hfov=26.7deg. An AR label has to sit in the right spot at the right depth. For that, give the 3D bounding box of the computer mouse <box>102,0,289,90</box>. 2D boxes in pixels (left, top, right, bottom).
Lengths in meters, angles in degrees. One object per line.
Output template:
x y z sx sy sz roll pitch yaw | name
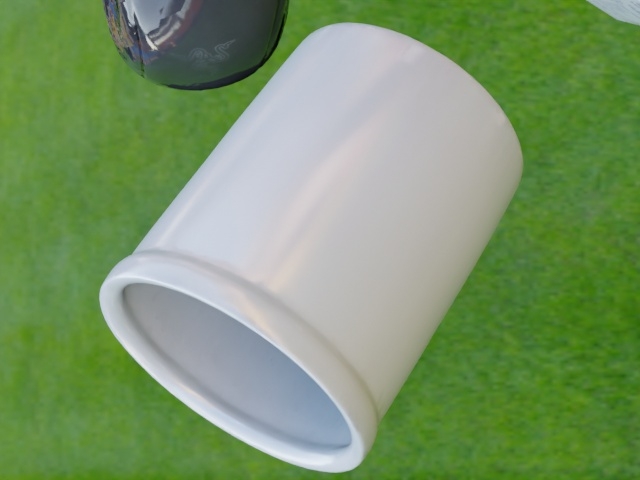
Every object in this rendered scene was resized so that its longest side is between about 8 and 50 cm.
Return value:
-0.090 -0.168 0.602 0.060 0.184 0.262 -107 20 -49 | computer mouse

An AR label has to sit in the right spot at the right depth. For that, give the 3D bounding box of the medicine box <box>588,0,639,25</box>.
0.513 -0.414 1.799 0.289 0.149 0.263 27 96 48 | medicine box

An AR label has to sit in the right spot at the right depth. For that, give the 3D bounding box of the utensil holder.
0.000 0.000 1.469 0.385 0.327 0.327 -56 19 -25 | utensil holder
